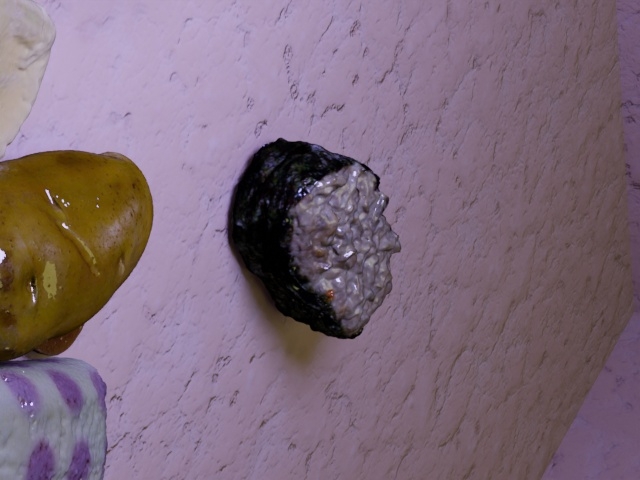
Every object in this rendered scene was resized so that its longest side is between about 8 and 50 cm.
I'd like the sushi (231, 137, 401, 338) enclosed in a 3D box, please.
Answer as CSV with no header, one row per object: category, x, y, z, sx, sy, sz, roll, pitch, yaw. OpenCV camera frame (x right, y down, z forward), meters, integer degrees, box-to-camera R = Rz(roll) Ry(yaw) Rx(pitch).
sushi,0.000,0.000,2.486,0.211,0.170,0.350,-56,146,-30

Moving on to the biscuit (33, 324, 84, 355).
biscuit,-0.329,0.060,2.056,0.124,0.026,0.175,-41,138,-46

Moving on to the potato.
potato,-0.320,0.005,1.906,0.369,0.195,0.176,-33,166,-51

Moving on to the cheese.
cheese,-0.376,-0.175,1.768,0.214,0.117,0.226,-66,156,-5

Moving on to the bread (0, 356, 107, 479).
bread,-0.361,0.227,1.886,0.338,0.155,0.187,11,85,-71
